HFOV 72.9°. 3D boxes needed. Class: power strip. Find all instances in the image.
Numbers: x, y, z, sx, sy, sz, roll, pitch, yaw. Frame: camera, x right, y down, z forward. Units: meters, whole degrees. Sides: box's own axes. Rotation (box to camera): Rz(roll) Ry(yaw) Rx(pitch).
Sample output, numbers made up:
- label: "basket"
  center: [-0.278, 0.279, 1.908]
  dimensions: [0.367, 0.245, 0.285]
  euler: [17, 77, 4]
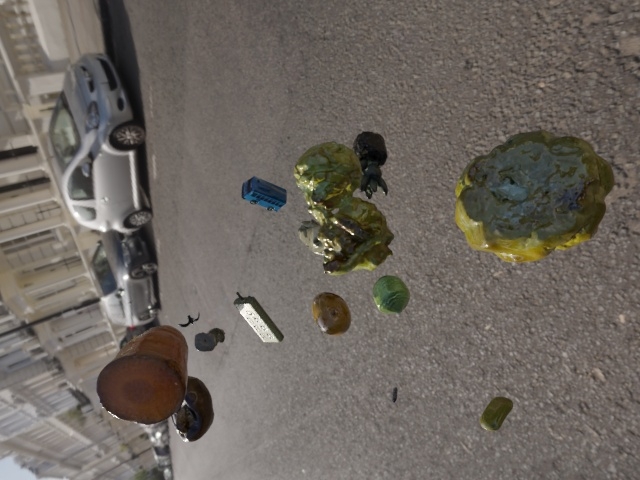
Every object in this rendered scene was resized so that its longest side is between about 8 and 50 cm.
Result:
- label: "power strip"
  center: [-0.227, 0.274, 1.547]
  dimensions: [0.092, 0.034, 0.268]
  euler: [-7, 128, 33]

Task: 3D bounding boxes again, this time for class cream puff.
- label: "cream puff"
  center: [0.494, -0.079, 1.015]
  dimensions: [0.324, 0.257, 0.291]
  euler: [-31, 55, 22]

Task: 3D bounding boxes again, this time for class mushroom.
- label: "mushroom"
  center: [-0.449, 0.578, 1.520]
  dimensions: [0.194, 0.138, 0.231]
  euler: [44, 129, 52]

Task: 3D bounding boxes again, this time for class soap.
- label: "soap"
  center: [0.621, 0.609, 1.534]
  dimensions: [0.045, 0.140, 0.089]
  euler: [50, 159, -15]

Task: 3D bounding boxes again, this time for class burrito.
- label: "burrito"
  center: [-0.003, -0.001, 2.174]
  dimensions: [0.190, 0.135, 0.332]
  euler: [50, 176, -18]

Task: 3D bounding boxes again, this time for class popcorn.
- label: "popcorn"
  center: [0.118, -0.009, 1.665]
  dimensions: [0.325, 0.290, 0.321]
  euler: [113, 148, -44]
- label: "popcorn"
  center: [0.024, -0.191, 1.279]
  dimensions: [0.183, 0.204, 0.221]
  euler: [64, -169, 22]

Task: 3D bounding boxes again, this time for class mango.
- label: "mango"
  center: [0.022, 0.172, 1.036]
  dimensions: [0.184, 0.085, 0.102]
  euler: [175, 75, -81]

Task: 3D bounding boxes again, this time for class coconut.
- label: "coconut"
  center: [0.160, 0.126, 0.977]
  dimensions: [0.088, 0.088, 0.096]
  euler: [100, 153, -45]

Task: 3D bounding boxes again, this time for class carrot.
- label: "carrot"
  center: [-0.328, 0.242, 0.880]
  dimensions: [0.225, 0.159, 0.159]
  euler: [-99, -4, -73]

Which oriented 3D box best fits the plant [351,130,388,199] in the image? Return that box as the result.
- label: "plant"
  center: [0.199, -0.304, 1.778]
  dimensions: [0.149, 0.146, 0.274]
  euler: [111, 159, -66]

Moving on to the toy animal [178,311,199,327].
- label: "toy animal"
  center: [-0.471, 0.290, 1.570]
  dimensions: [0.028, 0.084, 0.050]
  euler: [54, 162, 18]

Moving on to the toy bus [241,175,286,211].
- label: "toy bus"
  center: [-0.245, -0.205, 1.896]
  dimensions: [0.106, 0.185, 0.090]
  euler: [-30, 52, 42]

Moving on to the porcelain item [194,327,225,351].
- label: "porcelain item"
  center: [-0.415, 0.380, 1.702]
  dimensions: [0.216, 0.081, 0.069]
  euler: [22, -113, -83]

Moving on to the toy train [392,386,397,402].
- label: "toy train"
  center: [0.339, 0.701, 1.967]
  dimensions: [0.017, 0.083, 0.017]
  euler: [45, 115, -8]
